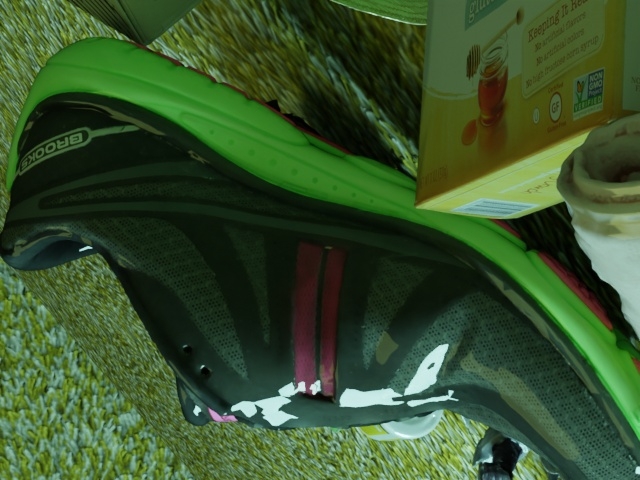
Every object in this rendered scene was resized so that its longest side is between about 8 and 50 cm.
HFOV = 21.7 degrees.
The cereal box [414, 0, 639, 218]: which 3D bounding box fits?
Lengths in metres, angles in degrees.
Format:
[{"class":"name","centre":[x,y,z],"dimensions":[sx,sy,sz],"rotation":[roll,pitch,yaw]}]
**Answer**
[{"class":"cereal box","centre":[0.085,-0.137,0.568],"dimensions":[0.047,0.240,0.173],"rotation":[6,170,-15]}]

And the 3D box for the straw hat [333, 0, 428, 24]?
[{"class":"straw hat","centre":[0.025,-0.172,0.875],"dimensions":[0.144,0.144,0.061],"rotation":[38,120,31]}]

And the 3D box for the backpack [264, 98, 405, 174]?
[{"class":"backpack","centre":[0.000,0.000,1.246],"dimensions":[0.152,0.115,0.182],"rotation":[37,163,25]}]

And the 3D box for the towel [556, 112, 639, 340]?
[{"class":"towel","centre":[0.274,0.060,0.473],"dimensions":[0.317,0.053,0.332],"rotation":[-11,132,31]}]

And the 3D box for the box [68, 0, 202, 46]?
[{"class":"box","centre":[-0.176,-0.241,1.150],"dimensions":[0.275,0.113,0.094],"rotation":[35,161,42]}]

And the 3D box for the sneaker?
[{"class":"sneaker","centre":[0.006,0.047,1.060],"dimensions":[0.482,0.202,0.185],"rotation":[27,-179,17]}]

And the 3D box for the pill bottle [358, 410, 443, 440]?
[{"class":"pill bottle","centre":[0.064,0.149,1.506],"dimensions":[0.065,0.065,0.116],"rotation":[49,163,-4]}]

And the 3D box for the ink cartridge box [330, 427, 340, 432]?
[{"class":"ink cartridge box","centre":[-0.015,0.047,1.397],"dimensions":[0.209,0.109,0.062],"rotation":[47,163,6]}]

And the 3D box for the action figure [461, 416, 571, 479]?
[{"class":"action figure","centre":[0.138,0.115,1.194],"dimensions":[0.285,0.099,0.185],"rotation":[33,163,49]}]
